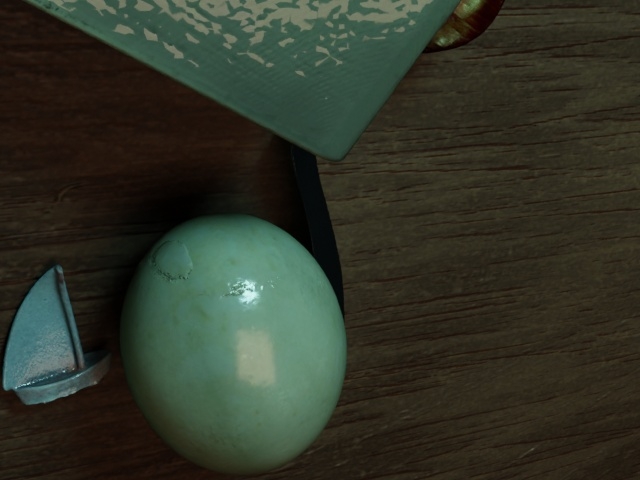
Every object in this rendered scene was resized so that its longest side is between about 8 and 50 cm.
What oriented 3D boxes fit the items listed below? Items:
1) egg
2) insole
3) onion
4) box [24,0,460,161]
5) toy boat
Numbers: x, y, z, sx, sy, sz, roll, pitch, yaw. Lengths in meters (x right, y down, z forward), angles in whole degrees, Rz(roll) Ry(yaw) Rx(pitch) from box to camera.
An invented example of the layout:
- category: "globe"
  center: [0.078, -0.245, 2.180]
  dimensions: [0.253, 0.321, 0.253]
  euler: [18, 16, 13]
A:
- category: "egg"
  center: [-0.071, 0.090, 1.070]
  dimensions: [0.186, 0.186, 0.253]
  euler: [-26, 131, -14]
- category: "insole"
  center: [0.000, 0.000, 1.138]
  dimensions: [0.005, 0.086, 0.253]
  euler: [-1, 126, 14]
- category: "onion"
  center: [0.093, -0.207, 1.003]
  dimensions: [0.118, 0.117, 0.118]
  euler: [-15, 168, -3]
- category: "box"
  center: [-0.032, -0.275, 0.814]
  dimensions: [0.352, 0.177, 0.344]
  euler: [26, 108, -32]
- category: "toy boat"
  center: [-0.230, 0.075, 1.075]
  dimensions: [0.096, 0.034, 0.122]
  euler: [-20, 122, -18]
